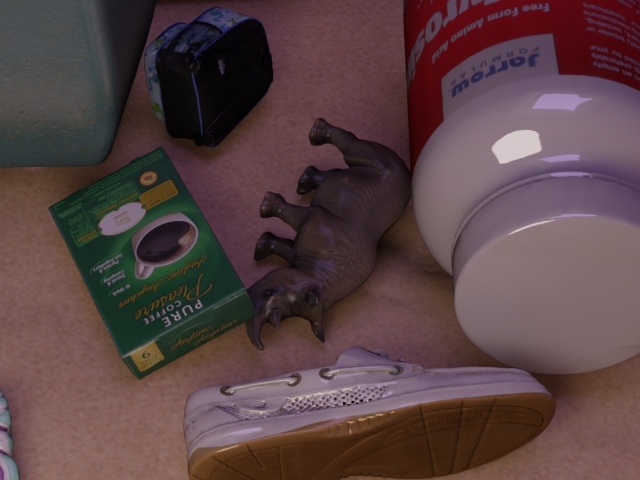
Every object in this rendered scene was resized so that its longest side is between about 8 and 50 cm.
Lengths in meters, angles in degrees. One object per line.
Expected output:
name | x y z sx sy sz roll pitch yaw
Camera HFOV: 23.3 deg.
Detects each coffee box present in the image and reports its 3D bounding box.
coffee box | -0.138 0.016 1.255 0.113 0.040 0.184 -29 51 -6

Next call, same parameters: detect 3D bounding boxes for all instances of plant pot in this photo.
plant pot | -0.261 -0.198 1.315 0.248 0.252 0.247 -1 43 9

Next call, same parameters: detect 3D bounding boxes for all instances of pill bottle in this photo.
pill bottle | 0.187 -0.096 1.299 0.229 0.229 0.408 4 44 -3

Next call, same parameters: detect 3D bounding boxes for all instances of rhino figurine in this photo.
rhino figurine | 0.000 0.000 1.288 0.106 0.073 0.243 17 49 16

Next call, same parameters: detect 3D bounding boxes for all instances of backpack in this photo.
backpack | -0.102 -0.156 1.412 0.084 0.105 0.114 20 46 31

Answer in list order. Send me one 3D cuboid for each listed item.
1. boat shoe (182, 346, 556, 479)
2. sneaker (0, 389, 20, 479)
boat shoe | 0.034 0.120 1.151 0.277 0.098 0.096 -6 46 -11
sneaker | -0.257 0.149 1.125 0.069 0.038 0.098 -7 45 -15
